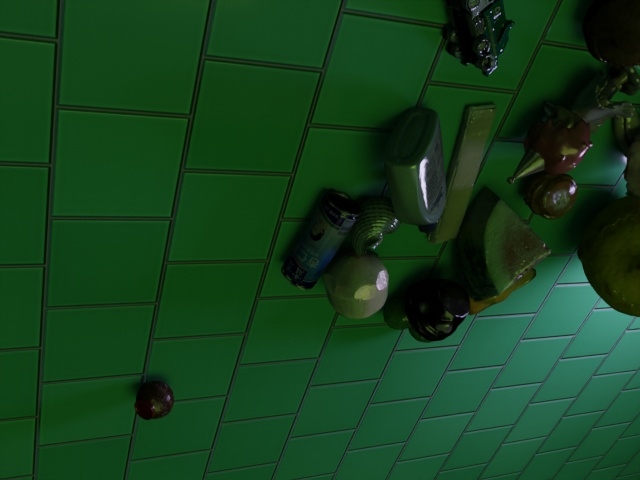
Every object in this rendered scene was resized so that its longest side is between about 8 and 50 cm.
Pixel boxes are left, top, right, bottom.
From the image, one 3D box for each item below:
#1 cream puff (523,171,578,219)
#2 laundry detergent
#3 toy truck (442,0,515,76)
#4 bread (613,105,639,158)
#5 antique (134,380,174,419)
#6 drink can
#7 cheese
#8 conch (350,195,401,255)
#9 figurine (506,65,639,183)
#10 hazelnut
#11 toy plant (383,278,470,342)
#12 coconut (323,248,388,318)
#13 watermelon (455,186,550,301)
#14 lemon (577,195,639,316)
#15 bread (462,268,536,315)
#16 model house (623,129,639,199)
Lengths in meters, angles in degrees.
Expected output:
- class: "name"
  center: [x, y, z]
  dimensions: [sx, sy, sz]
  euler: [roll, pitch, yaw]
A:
- class: "cream puff"
  center: [0.593, -0.125, 1.789]
  dimensions: [0.143, 0.103, 0.126]
  euler: [17, 107, -36]
- class: "laundry detergent"
  center: [0.229, -0.135, 1.556]
  dimensions: [0.105, 0.215, 0.281]
  euler: [6, 143, 26]
- class: "toy truck"
  center: [0.315, -0.446, 1.371]
  dimensions: [0.116, 0.110, 0.216]
  euler: [-38, 135, -9]
- class: "bread"
  center: [0.813, -0.274, 1.800]
  dimensions: [0.073, 0.053, 0.214]
  euler: [-34, 136, 11]
- class: "antique"
  center: [-0.425, 0.409, 1.771]
  dimensions: [0.104, 0.104, 0.104]
  euler: [-14, 134, -15]
- class: "drink can"
  center: [0.000, 0.000, 1.616]
  dimensions: [0.097, 0.097, 0.235]
  euler: [12, 123, -33]
- class: "cheese"
  center: [0.347, -0.153, 1.692]
  dimensions: [0.085, 0.034, 0.400]
  euler: [-7, 132, -20]
- class: "conch"
  center: [0.122, -0.042, 1.631]
  dimensions: [0.153, 0.102, 0.135]
  euler: [-40, 178, -33]
- class: "figurine"
  center: [0.583, -0.265, 1.631]
  dimensions: [0.387, 0.166, 0.207]
  euler: [-40, 171, 3]
- class: "hazelnut"
  center: [0.675, -0.476, 1.473]
  dimensions: [0.208, 0.208, 0.208]
  euler: [-14, 134, -15]
- class: "toy plant"
  center: [0.296, 0.202, 1.905]
  dimensions: [0.218, 0.176, 0.235]
  euler: [20, 146, -30]
- class: "coconut"
  center: [0.092, 0.096, 1.702]
  dimensions: [0.170, 0.171, 0.183]
  euler: [-15, 136, -14]
- class: "watermelon"
  center: [0.472, 0.023, 1.796]
  dimensions: [0.231, 0.193, 0.310]
  euler: [9, 97, 8]
- class: "lemon"
  center: [0.910, 0.040, 1.933]
  dimensions: [0.350, 0.350, 0.387]
  euler: [-54, 159, 24]
- class: "bread"
  center: [0.491, 0.113, 1.959]
  dimensions: [0.233, 0.088, 0.161]
  euler: [-37, 132, 5]
- class: "model house"
  center: [0.950, -0.198, 1.757]
  dimensions: [0.237, 0.237, 0.202]
  euler: [-32, 132, -28]
